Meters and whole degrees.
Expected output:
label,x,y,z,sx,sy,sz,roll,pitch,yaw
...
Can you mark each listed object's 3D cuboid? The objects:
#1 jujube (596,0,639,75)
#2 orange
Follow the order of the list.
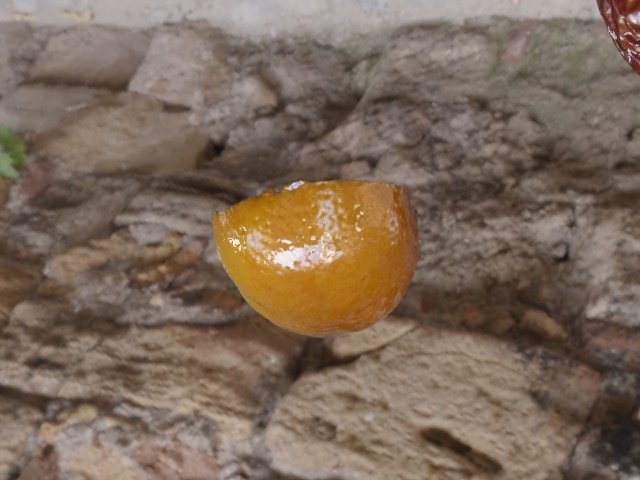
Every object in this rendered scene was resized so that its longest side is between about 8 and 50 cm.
label,x,y,z,sx,sy,sz,roll,pitch,yaw
jujube,0.713,-0.439,1.813,0.377,0.276,0.276,62,151,13
orange,0.004,0.002,1.177,0.274,0.310,0.274,0,112,0
